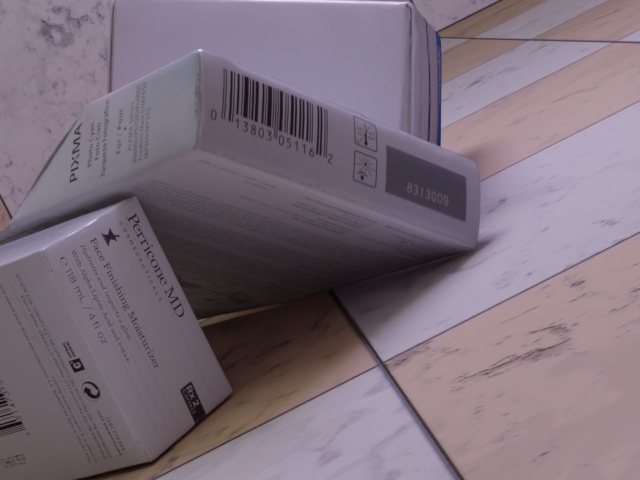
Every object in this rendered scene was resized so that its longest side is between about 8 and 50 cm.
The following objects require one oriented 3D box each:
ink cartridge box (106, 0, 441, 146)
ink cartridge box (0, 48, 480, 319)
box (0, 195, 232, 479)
[{"bbox_3d":[-0.030,-0.146,1.665,0.285,0.166,0.395,2,3,7],"label":"ink cartridge box"},{"bbox_3d":[-0.104,-0.028,1.427,0.308,0.091,0.385,18,-23,-40],"label":"ink cartridge box"},{"bbox_3d":[-0.199,0.085,1.290,0.182,0.181,0.119,-19,12,37],"label":"box"}]
